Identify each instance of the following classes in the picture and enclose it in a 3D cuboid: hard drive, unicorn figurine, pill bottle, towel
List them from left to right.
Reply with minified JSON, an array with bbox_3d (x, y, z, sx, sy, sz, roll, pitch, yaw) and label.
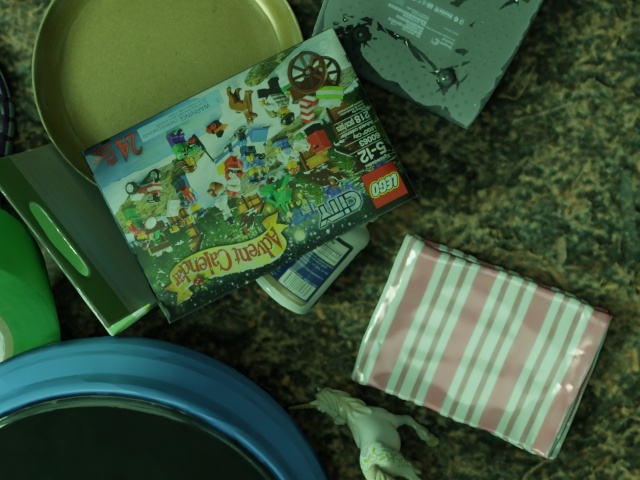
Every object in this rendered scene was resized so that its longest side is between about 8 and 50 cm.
[{"bbox_3d":[0.000,0.000,1.630,0.067,0.067,0.120,41,102,3],"label":"pill bottle"},{"bbox_3d":[0.051,0.177,1.632,0.111,0.162,0.060,31,98,-22],"label":"unicorn figurine"},{"bbox_3d":[0.114,-0.241,1.584,0.172,0.054,0.254,27,102,6],"label":"hard drive"},{"bbox_3d":[0.138,0.092,1.636,0.197,0.029,0.144,22,100,7],"label":"towel"}]

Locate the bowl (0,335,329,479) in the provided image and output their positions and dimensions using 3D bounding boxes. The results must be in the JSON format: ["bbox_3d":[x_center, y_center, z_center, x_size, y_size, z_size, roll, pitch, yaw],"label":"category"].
[{"bbox_3d":[-0.178,0.274,1.640,0.391,0.077,0.391,1,113,2],"label":"bowl"}]

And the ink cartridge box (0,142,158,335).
[{"bbox_3d":[-0.207,0.000,1.582,0.056,0.235,0.171,-38,89,17],"label":"ink cartridge box"}]

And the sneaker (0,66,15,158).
[{"bbox_3d":[-0.322,-0.069,1.666,0.083,0.098,0.223,0,98,11],"label":"sneaker"}]

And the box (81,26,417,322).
[{"bbox_3d":[-0.059,-0.054,1.560,0.233,0.044,0.159,-28,92,-6],"label":"box"}]

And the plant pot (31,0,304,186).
[{"bbox_3d":[-0.130,-0.146,1.629,0.236,0.032,0.236,0,87,-1],"label":"plant pot"}]

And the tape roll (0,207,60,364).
[{"bbox_3d":[-0.385,0.080,1.595,0.321,0.321,0.077,-28,54,13],"label":"tape roll"}]
